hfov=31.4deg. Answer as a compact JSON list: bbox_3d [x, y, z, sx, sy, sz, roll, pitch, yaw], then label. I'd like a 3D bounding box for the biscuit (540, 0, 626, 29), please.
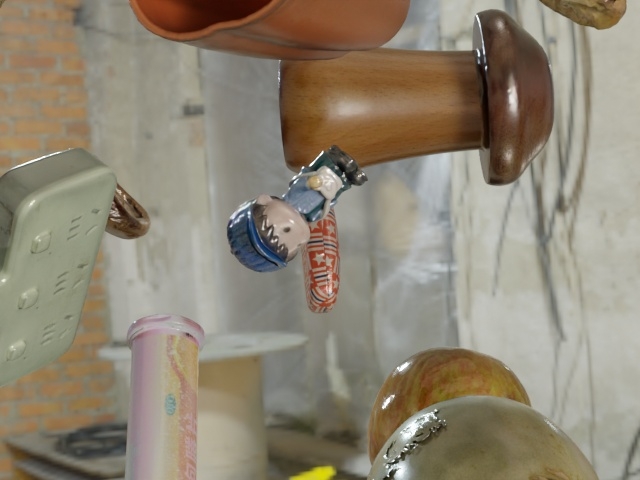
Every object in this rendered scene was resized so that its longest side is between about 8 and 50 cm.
[{"bbox_3d":[0.132,-0.215,0.747,0.061,0.183,0.118,-39,13,47],"label":"biscuit"}]

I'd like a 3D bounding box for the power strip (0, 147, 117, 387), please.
[{"bbox_3d":[-0.306,0.043,1.129,0.059,0.265,0.193,38,38,21],"label":"power strip"}]

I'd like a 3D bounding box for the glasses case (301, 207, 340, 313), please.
[{"bbox_3d":[0.000,0.000,1.540,0.049,0.194,0.073,-4,-18,-8],"label":"glasses case"}]

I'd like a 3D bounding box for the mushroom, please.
[{"bbox_3d":[-0.249,-0.046,1.330,0.052,0.123,0.123,-40,-2,3],"label":"mushroom"}]

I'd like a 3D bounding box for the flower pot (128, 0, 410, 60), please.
[{"bbox_3d":[-0.024,-0.206,0.781,0.190,0.190,0.173,-4,-9,31],"label":"flower pot"}]

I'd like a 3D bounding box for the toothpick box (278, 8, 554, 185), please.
[{"bbox_3d":[0.106,-0.152,1.247,0.294,0.192,0.192,-2,0,4],"label":"toothpick box"}]

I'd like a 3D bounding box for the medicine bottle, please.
[{"bbox_3d":[-0.202,0.301,1.446,0.108,0.426,0.108,-2,-36,-2],"label":"medicine bottle"}]

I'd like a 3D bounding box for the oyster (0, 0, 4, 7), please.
[{"bbox_3d":[-0.389,-0.288,1.230,0.166,0.110,0.341,6,41,33],"label":"oyster"}]

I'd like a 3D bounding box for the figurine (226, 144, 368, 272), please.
[{"bbox_3d":[-0.028,-0.031,1.031,0.079,0.136,0.077,32,-11,39],"label":"figurine"}]

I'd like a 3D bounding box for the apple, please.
[{"bbox_3d":[0.203,0.283,1.747,0.264,0.264,0.264,-4,0,0],"label":"apple"}]

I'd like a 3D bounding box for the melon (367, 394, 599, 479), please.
[{"bbox_3d":[0.180,0.307,1.282,0.268,0.268,0.330,-4,21,-6],"label":"melon"}]
